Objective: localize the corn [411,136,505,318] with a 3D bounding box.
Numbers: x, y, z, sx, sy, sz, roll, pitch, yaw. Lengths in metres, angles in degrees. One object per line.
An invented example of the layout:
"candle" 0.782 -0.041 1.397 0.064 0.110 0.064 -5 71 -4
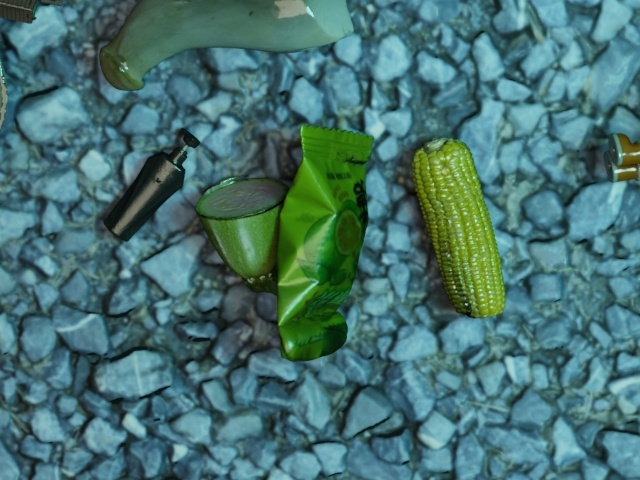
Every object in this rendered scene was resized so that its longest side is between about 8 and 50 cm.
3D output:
"corn" 0.150 -0.012 1.812 0.072 0.072 0.203 -16 101 4

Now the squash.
"squash" -0.073 0.009 1.817 0.105 0.105 0.132 -10 117 3

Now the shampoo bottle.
"shampoo bottle" -0.180 -0.060 1.827 0.048 0.027 0.137 40 99 -9

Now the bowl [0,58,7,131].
"bowl" -0.422 -0.163 1.767 0.211 0.112 0.211 0 102 1

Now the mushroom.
"mushroom" -0.109 -0.234 1.763 0.270 0.103 0.118 -11 95 13

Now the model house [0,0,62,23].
"model house" -0.312 -0.257 1.774 0.083 0.058 0.057 14 101 -2

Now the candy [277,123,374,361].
"candy" 0.000 0.000 1.790 0.069 0.149 0.246 16 100 26

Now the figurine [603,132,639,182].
"figurine" 0.433 -0.096 1.759 0.271 0.143 0.143 6 101 1
